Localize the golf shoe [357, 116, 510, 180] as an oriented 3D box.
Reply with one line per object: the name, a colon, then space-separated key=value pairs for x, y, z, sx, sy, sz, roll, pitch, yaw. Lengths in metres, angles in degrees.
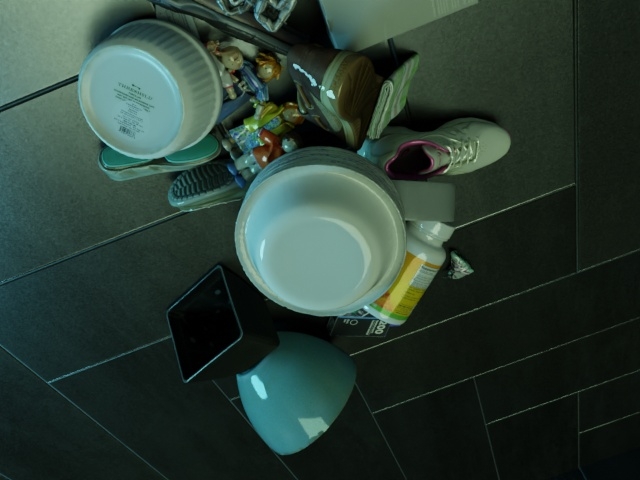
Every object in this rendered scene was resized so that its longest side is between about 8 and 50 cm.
golf shoe: x=0.229 y=-0.160 z=1.179 sx=0.306 sy=0.140 sz=0.115 roll=-8 pitch=115 yaw=-10

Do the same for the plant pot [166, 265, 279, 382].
plant pot: x=-0.203 y=0.199 z=1.386 sx=0.188 sy=0.187 sz=0.167 roll=-39 pitch=143 yaw=20

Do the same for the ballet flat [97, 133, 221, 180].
ballet flat: x=-0.282 y=-0.150 z=1.110 sx=0.213 sy=0.072 sz=0.068 roll=-9 pitch=162 yaw=-8

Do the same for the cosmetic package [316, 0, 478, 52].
cosmetic package: x=0.109 y=-0.393 z=0.959 sx=0.238 sy=0.107 sz=0.127 roll=-18 pitch=135 yaw=5

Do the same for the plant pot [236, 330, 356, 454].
plant pot: x=-0.085 y=0.331 z=1.497 sx=0.290 sy=0.290 sz=0.195 roll=-39 pitch=108 yaw=20

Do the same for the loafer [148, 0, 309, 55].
loafer: x=-0.140 y=-0.358 z=0.916 sx=0.302 sy=0.109 sz=0.095 roll=15 pitch=101 yaw=-28

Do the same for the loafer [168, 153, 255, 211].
loafer: x=-0.156 y=-0.102 z=1.160 sx=0.251 sy=0.094 sz=0.087 roll=-18 pitch=138 yaw=-3

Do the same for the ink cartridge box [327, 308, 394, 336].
ink cartridge box: x=0.140 y=0.156 z=1.531 sx=0.208 sy=0.045 sz=0.206 roll=2 pitch=131 yaw=-19

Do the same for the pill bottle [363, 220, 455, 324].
pill bottle: x=0.185 y=0.048 z=1.357 sx=0.136 sy=0.136 sz=0.245 roll=20 pitch=108 yaw=-31

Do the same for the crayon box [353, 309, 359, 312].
crayon box: x=-0.025 y=0.029 z=1.275 sx=0.278 sy=0.165 sz=0.081 roll=24 pitch=122 yaw=-34

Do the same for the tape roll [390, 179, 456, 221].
tape roll: x=0.146 y=-0.077 z=1.192 sx=0.219 sy=0.219 sz=0.072 roll=2 pitch=93 yaw=-18

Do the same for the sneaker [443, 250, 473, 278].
sneaker: x=0.320 y=0.067 z=1.503 sx=0.069 sy=0.038 sz=0.098 roll=-36 pitch=132 yaw=17

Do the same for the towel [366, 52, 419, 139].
towel: x=0.131 y=-0.250 z=1.080 sx=0.023 sy=0.152 sz=0.113 roll=28 pitch=132 yaw=12

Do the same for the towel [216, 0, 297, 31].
towel: x=-0.048 y=-0.439 z=0.776 sx=0.121 sy=0.235 sz=0.283 roll=18 pitch=124 yaw=-19

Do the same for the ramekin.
ramekin: x=-0.262 y=-0.222 z=0.946 sx=0.207 sy=0.109 sz=0.207 roll=5 pitch=117 yaw=9

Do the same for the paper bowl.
paper bowl: x=0.000 y=0.000 z=1.031 sx=0.284 sy=0.148 sz=0.284 roll=2 pitch=120 yaw=4

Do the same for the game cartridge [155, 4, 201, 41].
game cartridge: x=-0.223 y=-0.337 z=0.972 sx=0.056 sy=0.017 sz=0.083 roll=-17 pitch=135 yaw=-5

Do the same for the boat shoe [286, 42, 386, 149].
boat shoe: x=0.022 y=-0.236 z=1.012 sx=0.123 sy=0.342 sz=0.123 roll=26 pitch=95 yaw=11

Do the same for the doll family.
doll family: x=-0.121 y=-0.231 z=1.056 sx=0.163 sy=0.118 sz=0.263 roll=-28 pitch=116 yaw=19
